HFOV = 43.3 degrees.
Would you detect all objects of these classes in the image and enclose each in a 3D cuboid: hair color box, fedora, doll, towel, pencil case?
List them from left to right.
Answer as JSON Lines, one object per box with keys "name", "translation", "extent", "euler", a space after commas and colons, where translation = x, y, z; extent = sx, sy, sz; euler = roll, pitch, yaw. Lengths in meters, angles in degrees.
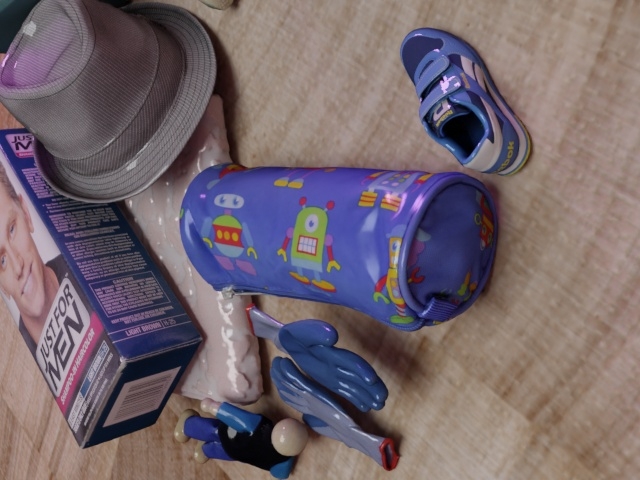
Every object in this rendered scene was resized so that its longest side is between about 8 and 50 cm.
{"name": "hair color box", "translation": [-0.289, 0.045, 0.943], "extent": [0.347, 0.105, 0.174], "euler": [53, 131, 25]}
{"name": "fedora", "translation": [-0.251, -0.175, 0.856], "extent": [0.244, 0.124, 0.275], "euler": [-54, 47, 1]}
{"name": "towel", "translation": [-0.197, 0.019, 0.956], "extent": [0.316, 0.053, 0.332], "euler": [-5, 95, 46]}
{"name": "doll", "translation": [-0.085, 0.211, 0.864], "extent": [0.189, 0.046, 0.129], "euler": [-12, 123, 46]}
{"name": "pencil case", "translation": [0.000, 0.000, 0.701], "extent": [0.306, 0.119, 0.133], "euler": [6, 85, 45]}

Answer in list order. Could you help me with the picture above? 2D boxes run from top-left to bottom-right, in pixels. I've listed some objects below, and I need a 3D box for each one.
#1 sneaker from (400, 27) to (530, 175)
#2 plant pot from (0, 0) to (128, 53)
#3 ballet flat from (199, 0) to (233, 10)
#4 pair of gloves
{"name": "sneaker", "translation": [0.101, -0.111, 0.621], "extent": [0.144, 0.059, 0.053], "euler": [56, 134, 23]}
{"name": "plant pot", "translation": [-0.315, -0.334, 0.937], "extent": [0.234, 0.165, 0.166], "euler": [-14, 88, 38]}
{"name": "ballet flat", "translation": [-0.114, -0.315, 0.795], "extent": [0.052, 0.057, 0.168], "euler": [180, 80, -74]}
{"name": "pair of gloves", "translation": [0.003, 0.130, 0.739], "extent": [0.159, 0.023, 0.198], "euler": [27, 146, 31]}
